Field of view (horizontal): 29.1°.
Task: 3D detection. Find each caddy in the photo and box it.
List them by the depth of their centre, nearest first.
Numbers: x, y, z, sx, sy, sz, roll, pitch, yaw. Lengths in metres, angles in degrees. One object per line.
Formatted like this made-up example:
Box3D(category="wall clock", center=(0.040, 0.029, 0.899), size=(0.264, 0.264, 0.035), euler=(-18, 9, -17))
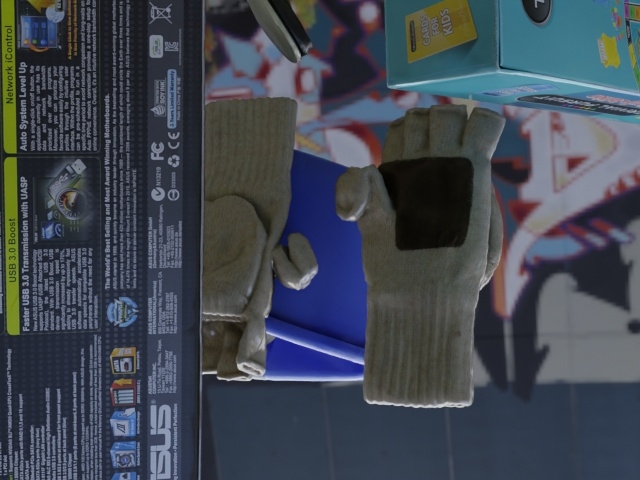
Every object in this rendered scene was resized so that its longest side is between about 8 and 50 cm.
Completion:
Box3D(category="caddy", center=(-0.054, 0.019, 0.996), size=(0.341, 0.179, 0.241), euler=(18, 179, 29))

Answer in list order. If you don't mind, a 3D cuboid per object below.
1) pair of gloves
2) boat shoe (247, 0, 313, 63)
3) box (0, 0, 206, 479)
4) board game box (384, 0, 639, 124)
Box3D(category="pair of gloves", center=(0.000, 0.000, 0.821), size=(0.240, 0.204, 0.042), euler=(7, 167, 25))
Box3D(category="boat shoe", center=(-0.040, -0.191, 0.901), size=(0.042, 0.133, 0.049), euler=(-28, 168, -13))
Box3D(category="box", center=(-0.164, -0.001, 0.576), size=(0.216, 0.270, 0.060), euler=(-2, -170, -15))
Box3D(category="board game box", center=(0.169, -0.211, 0.788), size=(0.079, 0.254, 0.336), euler=(-3, 178, 42))
